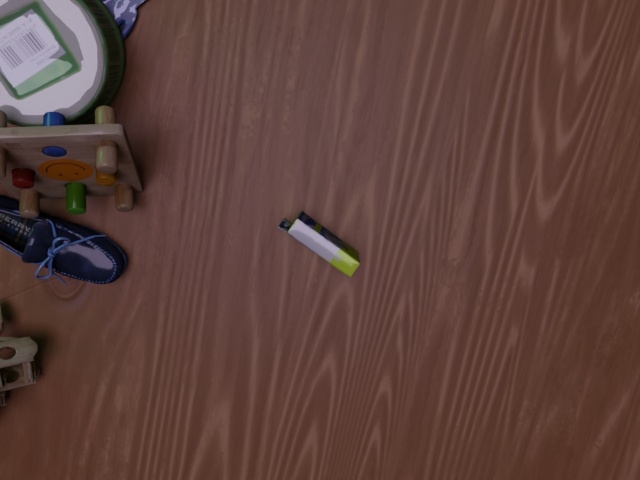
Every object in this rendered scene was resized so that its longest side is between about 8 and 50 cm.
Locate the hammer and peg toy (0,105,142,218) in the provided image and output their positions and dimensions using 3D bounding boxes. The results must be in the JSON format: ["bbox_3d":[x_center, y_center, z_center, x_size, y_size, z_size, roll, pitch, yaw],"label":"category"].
[{"bbox_3d":[-0.534,-0.138,0.988,0.361,0.266,0.127,-5,72,-13],"label":"hammer and peg toy"}]

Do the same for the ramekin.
[{"bbox_3d":[-0.535,-0.356,1.001,0.303,0.148,0.303,-5,111,-12],"label":"ramekin"}]

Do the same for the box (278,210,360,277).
[{"bbox_3d":[0.000,0.000,1.111,0.178,0.109,0.042,36,100,-5],"label":"box"}]

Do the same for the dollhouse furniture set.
[{"bbox_3d":[-0.692,0.250,1.185,0.101,0.161,0.182,-9,144,-31],"label":"dollhouse furniture set"}]

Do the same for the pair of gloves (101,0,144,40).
[{"bbox_3d":[-0.453,-0.508,1.087,0.159,0.023,0.198,-44,96,4],"label":"pair of gloves"}]

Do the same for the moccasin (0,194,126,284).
[{"bbox_3d":[-0.587,0.013,1.111,0.342,0.117,0.138,20,98,-2],"label":"moccasin"}]
